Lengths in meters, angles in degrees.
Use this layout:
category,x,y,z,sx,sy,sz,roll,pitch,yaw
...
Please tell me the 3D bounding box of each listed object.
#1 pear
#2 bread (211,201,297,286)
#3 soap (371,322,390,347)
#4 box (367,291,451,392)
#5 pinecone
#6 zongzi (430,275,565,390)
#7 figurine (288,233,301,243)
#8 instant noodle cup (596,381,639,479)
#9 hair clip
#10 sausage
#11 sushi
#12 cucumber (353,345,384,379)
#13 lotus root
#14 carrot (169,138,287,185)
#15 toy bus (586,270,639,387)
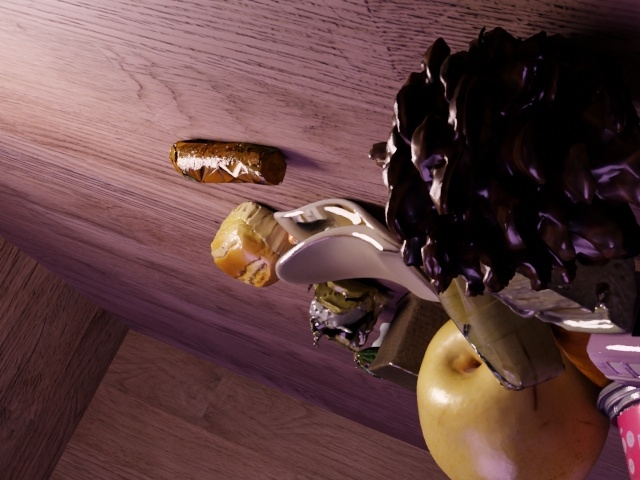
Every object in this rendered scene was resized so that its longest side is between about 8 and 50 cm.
category,x,y,z,sx,sy,sz,roll,pitch,yaw
pear,0.293,0.253,1.539,0.309,0.309,0.309,24,164,7
bread,-0.119,0.013,1.763,0.140,0.106,0.236,30,163,-5
soap,0.215,0.247,2.053,0.198,0.066,0.119,37,162,-33
box,0.245,0.220,1.788,0.273,0.143,0.184,26,164,-3
pinecone,0.167,-0.072,0.850,0.257,0.243,0.243,-23,137,29
zongzi,0.224,0.101,1.381,0.228,0.115,0.256,63,169,5
figurine,0.000,0.000,1.644,0.109,0.047,0.064,23,161,-2
instant noodle cup,0.516,0.290,1.345,0.258,0.181,0.302,-12,151,24
hair clip,0.043,0.010,1.514,0.282,0.113,0.172,-1,152,31
sausage,0.390,0.138,1.373,0.109,0.109,0.270,12,159,41
sushi,0.053,0.139,1.859,0.139,0.131,0.291,25,157,14
cucumber,0.195,0.245,1.922,0.265,0.077,0.077,3,163,0
lotus root,0.255,0.016,1.136,0.235,0.138,0.119,33,168,-23
carrot,-0.142,-0.116,1.475,0.229,0.069,0.069,9,157,44
toy bus,0.428,0.112,1.154,0.142,0.142,0.202,31,164,-19
